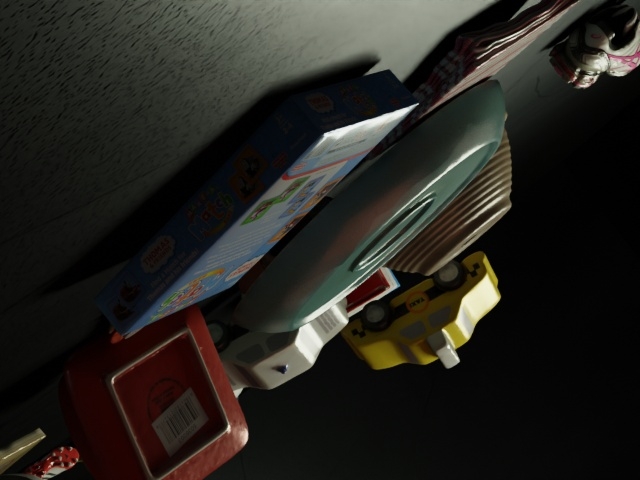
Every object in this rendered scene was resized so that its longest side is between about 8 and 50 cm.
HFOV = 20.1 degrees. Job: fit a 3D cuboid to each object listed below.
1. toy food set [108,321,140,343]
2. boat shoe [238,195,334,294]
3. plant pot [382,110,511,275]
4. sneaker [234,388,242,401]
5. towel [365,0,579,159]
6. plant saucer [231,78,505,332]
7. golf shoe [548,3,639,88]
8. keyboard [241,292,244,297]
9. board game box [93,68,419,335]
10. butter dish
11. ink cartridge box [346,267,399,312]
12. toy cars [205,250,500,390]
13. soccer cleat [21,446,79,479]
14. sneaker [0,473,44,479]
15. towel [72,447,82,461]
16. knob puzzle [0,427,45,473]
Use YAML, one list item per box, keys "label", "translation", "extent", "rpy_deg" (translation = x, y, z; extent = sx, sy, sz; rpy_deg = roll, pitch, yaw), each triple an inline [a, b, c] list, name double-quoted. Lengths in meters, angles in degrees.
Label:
- label: "toy food set"
  translation: [-0.140, 0.054, 1.477]
  extent: [0.083, 0.020, 0.083]
  rpy_deg: [-36, 175, -15]
- label: "boat shoe"
  translation: [-0.037, 0.008, 1.652]
  extent: [0.135, 0.050, 0.045]
  rpy_deg: [-47, 162, 31]
- label: "plant pot"
  translation: [0.123, -0.040, 1.909]
  extent: [0.237, 0.109, 0.237]
  rpy_deg: [-39, 174, -5]
- label: "sneaker"
  translation: [-0.173, 0.189, 2.213]
  extent: [0.235, 0.090, 0.094]
  rpy_deg: [-31, 154, -53]
- label: "towel"
  translation: [0.121, -0.143, 1.494]
  extent: [0.144, 0.029, 0.197]
  rpy_deg: [-34, 176, -34]
- label: "plant saucer"
  translation: [0.053, -0.019, 1.600]
  extent: [0.317, 0.043, 0.317]
  rpy_deg: [-40, 173, -6]
- label: "golf shoe"
  translation: [0.324, -0.220, 1.956]
  extent: [0.086, 0.067, 0.186]
  rpy_deg: [-43, 172, 36]
- label: "keyboard"
  translation: [0.000, 0.000, 1.994]
  extent: [0.072, 0.014, 0.256]
  rpy_deg: [-41, 174, 36]
- label: "board game box"
  translation: [-0.043, -0.027, 1.238]
  extent: [0.211, 0.039, 0.160]
  rpy_deg: [-45, 171, 26]
- label: "butter dish"
  translation: [-0.166, 0.143, 1.563]
  extent: [0.118, 0.159, 0.160]
  rpy_deg: [-9, -163, 45]
- label: "ink cartridge box"
  translation: [0.012, 0.057, 2.140]
  extent: [0.134, 0.078, 0.231]
  rpy_deg: [-31, 176, 5]
- label: "toy cars"
  translation: [0.038, 0.108, 1.989]
  extent: [0.394, 0.087, 0.176]
  rpy_deg: [-6, 142, -31]
- label: "soccer cleat"
  translation: [-0.317, 0.263, 2.097]
  extent: [0.083, 0.029, 0.036]
  rpy_deg: [-28, 179, -44]
- label: "sneaker"
  translation: [-0.327, 0.301, 1.781]
  extent: [0.295, 0.123, 0.178]
  rpy_deg: [-31, 173, 27]
- label: "towel"
  translation: [-0.238, 0.246, 2.299]
  extent: [0.102, 0.021, 0.237]
  rpy_deg: [-12, -179, 14]
- label: "knob puzzle"
  translation: [-0.348, 0.231, 1.566]
  extent: [0.213, 0.030, 0.213]
  rpy_deg: [-37, 175, -3]
